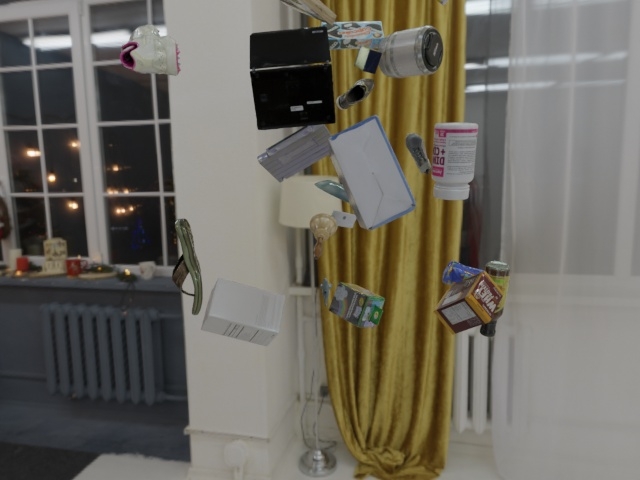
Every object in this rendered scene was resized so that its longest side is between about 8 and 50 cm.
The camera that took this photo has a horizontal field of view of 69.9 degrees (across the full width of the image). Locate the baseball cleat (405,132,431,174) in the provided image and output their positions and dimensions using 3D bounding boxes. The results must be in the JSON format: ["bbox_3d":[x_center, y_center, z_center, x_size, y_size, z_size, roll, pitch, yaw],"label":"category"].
[{"bbox_3d":[0.408,-0.347,1.860,0.072,0.109,0.206,-30,-39,14],"label":"baseball cleat"}]

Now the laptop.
[{"bbox_3d":[-0.082,-0.479,1.352,0.234,0.265,0.137,-5,24,1],"label":"laptop"}]

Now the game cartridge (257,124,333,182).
[{"bbox_3d":[-0.105,-0.429,2.208,0.355,0.068,0.230,-28,-31,11],"label":"game cartridge"}]

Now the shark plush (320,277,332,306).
[{"bbox_3d":[0.023,0.305,2.695,0.073,0.161,0.067,10,-18,6],"label":"shark plush"}]

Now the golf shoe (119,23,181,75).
[{"bbox_3d":[-0.502,-0.533,1.277,0.140,0.115,0.306,-19,36,-30],"label":"golf shoe"}]

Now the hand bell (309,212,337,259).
[{"bbox_3d":[0.000,0.000,1.951,0.126,0.126,0.242,-1,35,8],"label":"hand bell"}]

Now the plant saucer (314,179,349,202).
[{"bbox_3d":[0.073,-0.177,1.635,0.194,0.037,0.195,23,12,-5],"label":"plant saucer"}]

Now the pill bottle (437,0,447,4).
[{"bbox_3d":[0.509,-1.053,1.967,0.083,0.043,0.043,42,18,9],"label":"pill bottle"}]

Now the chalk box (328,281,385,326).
[{"bbox_3d":[0.166,0.270,1.855,0.213,0.132,0.132,24,7,39],"label":"chalk box"}]

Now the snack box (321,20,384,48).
[{"bbox_3d":[0.165,-1.078,2.404,0.321,0.060,0.187,-1,51,0],"label":"snack box"}]

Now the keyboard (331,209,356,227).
[{"bbox_3d":[0.110,-0.101,2.219,0.014,0.072,0.256,23,9,28],"label":"keyboard"}]

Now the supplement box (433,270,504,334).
[{"bbox_3d":[0.605,0.255,1.872,0.191,0.129,0.194,-41,3,-41],"label":"supplement box"}]

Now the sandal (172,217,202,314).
[{"bbox_3d":[-0.415,0.082,1.398,0.086,0.303,0.120,-12,15,-12],"label":"sandal"}]

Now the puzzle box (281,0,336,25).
[{"bbox_3d":[-0.123,-1.069,2.001,0.272,0.052,0.409,32,18,17],"label":"puzzle box"}]

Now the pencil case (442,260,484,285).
[{"bbox_3d":[0.749,0.190,2.214,0.306,0.133,0.119,18,23,16],"label":"pencil case"}]

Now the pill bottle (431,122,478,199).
[{"bbox_3d":[0.514,-0.307,1.769,0.160,0.283,0.160,-1,16,0],"label":"pill bottle"}]

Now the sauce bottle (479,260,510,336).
[{"bbox_3d":[0.777,0.269,2.062,0.111,0.345,0.111,0,18,0],"label":"sauce bottle"}]

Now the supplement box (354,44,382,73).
[{"bbox_3d":[0.185,-0.706,1.789,0.056,0.083,0.083,3,31,-30],"label":"supplement box"}]

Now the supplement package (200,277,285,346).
[{"bbox_3d":[-0.322,0.301,1.906,0.292,0.178,0.175,19,-36,-15],"label":"supplement package"}]

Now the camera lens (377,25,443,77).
[{"bbox_3d":[0.448,-0.923,2.258,0.274,0.220,0.219,11,14,43],"label":"camera lens"}]

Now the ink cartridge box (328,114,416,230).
[{"bbox_3d":[0.138,-0.183,1.365,0.151,0.270,0.395,-24,2,1],"label":"ink cartridge box"}]

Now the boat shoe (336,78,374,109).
[{"bbox_3d":[0.168,-0.648,2.009,0.227,0.081,0.068,-43,21,-25],"label":"boat shoe"}]
